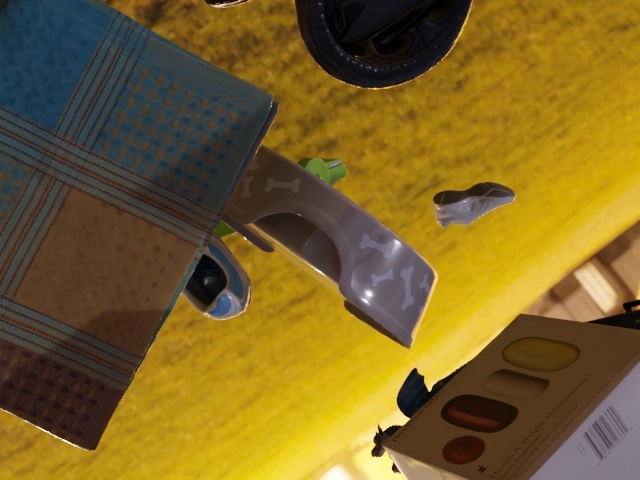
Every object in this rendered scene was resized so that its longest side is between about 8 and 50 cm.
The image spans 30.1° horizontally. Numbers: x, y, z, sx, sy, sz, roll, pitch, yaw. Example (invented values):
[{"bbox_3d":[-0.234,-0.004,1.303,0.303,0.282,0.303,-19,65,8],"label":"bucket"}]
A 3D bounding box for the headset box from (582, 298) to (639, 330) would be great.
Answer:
[{"bbox_3d":[0.519,0.228,1.803,0.246,0.283,0.131,-15,165,24],"label":"headset box"}]

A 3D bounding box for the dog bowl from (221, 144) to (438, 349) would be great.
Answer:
[{"bbox_3d":[0.000,0.000,1.526,0.102,0.348,0.349,-55,174,-5],"label":"dog bowl"}]

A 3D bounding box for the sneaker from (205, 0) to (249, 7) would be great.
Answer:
[{"bbox_3d":[-0.087,-0.506,2.299,0.283,0.107,0.124,-21,154,19],"label":"sneaker"}]

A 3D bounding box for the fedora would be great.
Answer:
[{"bbox_3d":[0.080,-0.400,1.875,0.334,0.334,0.152,-36,-148,-16],"label":"fedora"}]

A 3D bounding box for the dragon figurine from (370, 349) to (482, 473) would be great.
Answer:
[{"bbox_3d":[0.184,0.268,1.982,0.085,0.144,0.289,22,94,-36],"label":"dragon figurine"}]

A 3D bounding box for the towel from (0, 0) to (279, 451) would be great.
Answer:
[{"bbox_3d":[-0.235,-0.031,1.075,0.370,0.271,0.040,-63,-166,-9],"label":"towel"}]

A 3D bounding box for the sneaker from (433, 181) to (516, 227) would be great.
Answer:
[{"bbox_3d":[0.270,-0.063,2.100,0.152,0.054,0.061,-10,125,-9],"label":"sneaker"}]

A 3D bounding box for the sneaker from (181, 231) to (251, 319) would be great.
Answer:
[{"bbox_3d":[-0.174,-0.001,1.447,0.085,0.237,0.086,-47,164,12],"label":"sneaker"}]

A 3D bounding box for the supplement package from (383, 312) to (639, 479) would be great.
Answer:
[{"bbox_3d":[0.203,0.184,1.018,0.194,0.149,0.203,-41,-162,-20],"label":"supplement package"}]

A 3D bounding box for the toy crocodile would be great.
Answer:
[{"bbox_3d":[-0.079,-0.064,1.847,0.115,0.105,0.340,2,-162,35],"label":"toy crocodile"}]
